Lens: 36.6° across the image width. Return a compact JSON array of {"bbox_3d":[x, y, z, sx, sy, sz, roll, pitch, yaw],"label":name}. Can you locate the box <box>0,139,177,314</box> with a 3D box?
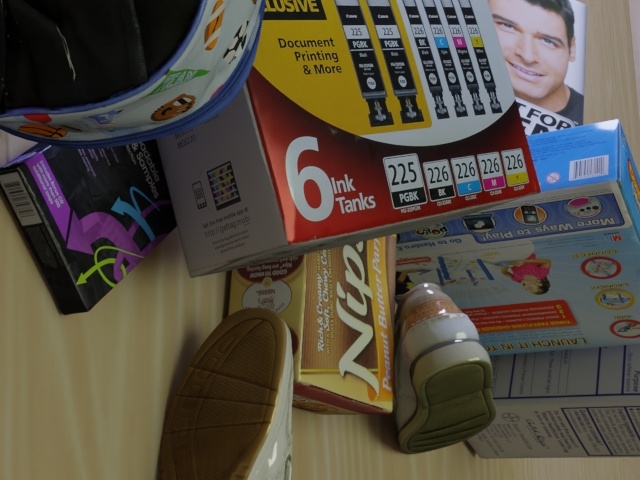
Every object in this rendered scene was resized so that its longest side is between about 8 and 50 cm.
[{"bbox_3d":[-0.161,-0.036,0.724,0.162,0.029,0.116,-55,130,-53],"label":"box"}]

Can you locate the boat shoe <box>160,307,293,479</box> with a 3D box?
[{"bbox_3d":[-0.069,0.194,0.776,0.096,0.098,0.277,37,62,-53],"label":"boat shoe"}]

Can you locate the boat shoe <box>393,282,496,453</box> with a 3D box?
[{"bbox_3d":[0.128,0.147,1.059,0.302,0.113,0.103,90,-15,-60],"label":"boat shoe"}]

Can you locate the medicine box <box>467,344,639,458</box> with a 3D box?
[{"bbox_3d":[0.338,0.144,1.304,0.149,0.289,0.263,54,40,-41],"label":"medicine box"}]

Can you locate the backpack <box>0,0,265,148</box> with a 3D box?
[{"bbox_3d":[-0.148,-0.188,0.577,0.213,0.277,0.263,32,59,-70],"label":"backpack"}]

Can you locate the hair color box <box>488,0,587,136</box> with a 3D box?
[{"bbox_3d":[0.237,-0.186,1.268,0.185,0.113,0.374,20,53,-10],"label":"hair color box"}]

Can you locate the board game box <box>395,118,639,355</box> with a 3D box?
[{"bbox_3d":[0.229,0.017,1.122,0.302,0.308,0.086,53,39,-43],"label":"board game box"}]

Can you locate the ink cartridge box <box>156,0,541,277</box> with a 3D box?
[{"bbox_3d":[0.014,-0.135,0.808,0.310,0.130,0.271,-13,86,-43],"label":"ink cartridge box"}]

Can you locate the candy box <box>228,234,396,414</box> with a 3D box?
[{"bbox_3d":[0.000,0.000,0.940,0.183,0.088,0.316,30,59,-55],"label":"candy box"}]
